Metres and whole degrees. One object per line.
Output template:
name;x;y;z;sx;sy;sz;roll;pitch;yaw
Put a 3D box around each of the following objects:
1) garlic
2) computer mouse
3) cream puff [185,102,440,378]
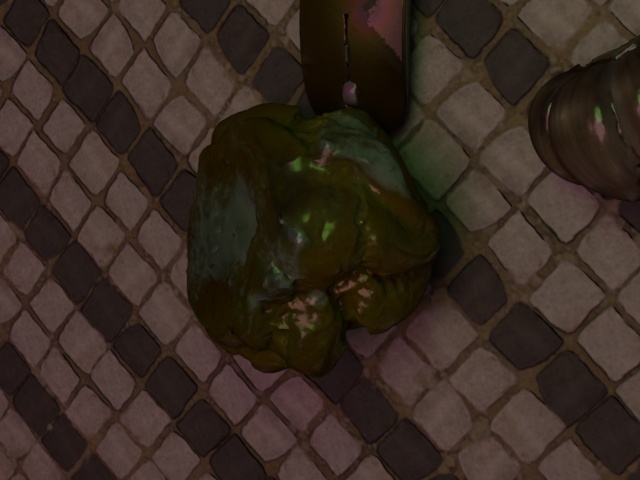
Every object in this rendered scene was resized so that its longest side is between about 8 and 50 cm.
garlic;0.333;-0.131;1.366;0.214;0.160;0.191;-17;85;29
computer mouse;0.051;-0.290;1.559;0.158;0.072;0.310;8;104;32
cream puff;0.000;0.000;1.550;0.378;0.275;0.378;-11;77;57
